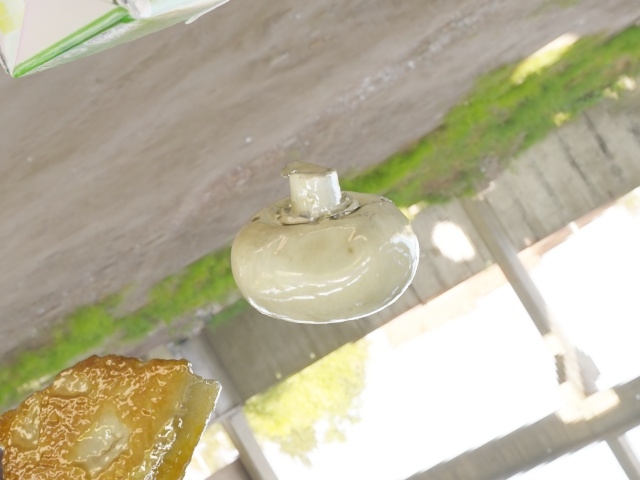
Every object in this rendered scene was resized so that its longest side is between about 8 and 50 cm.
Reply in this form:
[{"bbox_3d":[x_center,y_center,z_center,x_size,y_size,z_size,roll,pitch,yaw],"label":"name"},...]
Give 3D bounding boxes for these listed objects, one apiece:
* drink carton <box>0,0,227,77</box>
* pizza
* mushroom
[{"bbox_3d":[-0.145,-0.222,0.751,0.108,0.161,0.271,-18,-166,24],"label":"drink carton"},{"bbox_3d":[-0.169,0.154,0.742,0.182,0.161,0.062,-63,150,-16],"label":"pizza"},{"bbox_3d":[0.000,0.000,1.343,0.246,0.202,0.246,-10,-159,4],"label":"mushroom"}]
